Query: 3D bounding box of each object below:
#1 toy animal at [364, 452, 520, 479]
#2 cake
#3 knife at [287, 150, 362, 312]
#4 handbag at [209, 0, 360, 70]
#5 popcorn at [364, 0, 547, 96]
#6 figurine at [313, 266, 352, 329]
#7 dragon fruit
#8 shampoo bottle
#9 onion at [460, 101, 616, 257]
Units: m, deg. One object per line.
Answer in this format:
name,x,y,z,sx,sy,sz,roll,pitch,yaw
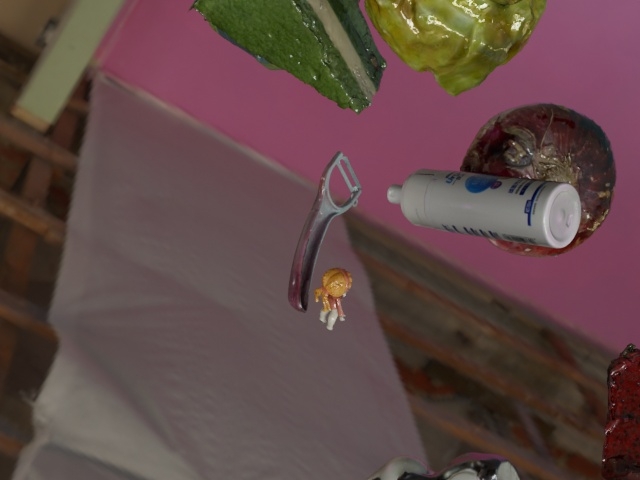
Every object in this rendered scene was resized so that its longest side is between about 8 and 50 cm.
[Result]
toy animal,0.196,0.503,2.065,0.251,0.310,0.251,-9,-90,-69
cake,-0.005,-0.322,1.606,0.283,0.172,0.158,35,-130,-5
knife,-0.002,0.000,1.896,0.053,0.278,0.123,2,146,31
handbag,-0.068,-0.426,1.937,0.222,0.263,0.241,-12,-153,-24
popcorn,0.195,-0.353,1.588,0.276,0.276,0.225,8,-135,-54
figurine,0.015,0.084,1.635,0.047,0.109,0.064,-23,-127,-32
dragon fruit,0.347,0.186,1.179,0.096,0.147,0.102,26,162,-33
shampoo bottle,0.218,-0.052,1.665,0.303,0.092,0.092,11,177,44
onion,0.334,-0.097,1.809,0.246,0.246,0.190,29,-174,-20
